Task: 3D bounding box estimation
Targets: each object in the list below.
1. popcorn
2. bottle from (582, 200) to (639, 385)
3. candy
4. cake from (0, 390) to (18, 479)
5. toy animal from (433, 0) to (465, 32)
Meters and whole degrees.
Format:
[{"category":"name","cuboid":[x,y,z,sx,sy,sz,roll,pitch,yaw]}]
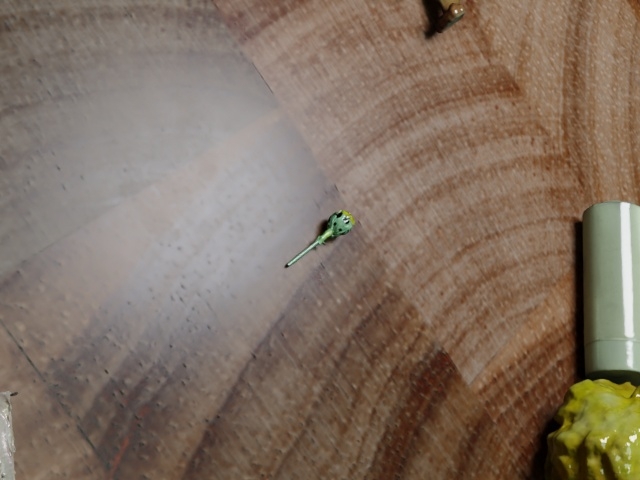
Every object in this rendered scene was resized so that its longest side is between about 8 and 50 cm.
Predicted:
[{"category":"popcorn","cuboid":[0.320,0.224,0.832,0.198,0.155,0.197,13,57,-21]},{"category":"bottle","cuboid":[0.334,0.059,0.949,0.072,0.072,0.201,21,63,-28]},{"category":"candy","cuboid":[0.000,0.000,0.765,0.025,0.023,0.083,36,55,22]},{"category":"cake","cuboid":[-0.222,0.162,0.533,0.065,0.052,0.121,-2,76,-41]},{"category":"toy animal","cuboid":[0.161,-0.350,0.962,0.157,0.097,0.312,50,51,-2]}]
